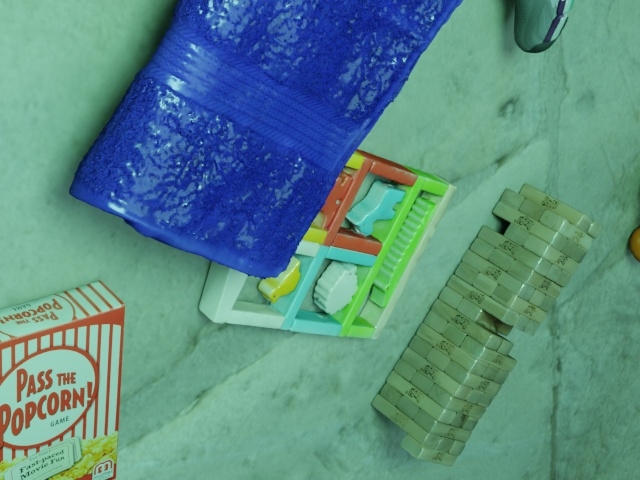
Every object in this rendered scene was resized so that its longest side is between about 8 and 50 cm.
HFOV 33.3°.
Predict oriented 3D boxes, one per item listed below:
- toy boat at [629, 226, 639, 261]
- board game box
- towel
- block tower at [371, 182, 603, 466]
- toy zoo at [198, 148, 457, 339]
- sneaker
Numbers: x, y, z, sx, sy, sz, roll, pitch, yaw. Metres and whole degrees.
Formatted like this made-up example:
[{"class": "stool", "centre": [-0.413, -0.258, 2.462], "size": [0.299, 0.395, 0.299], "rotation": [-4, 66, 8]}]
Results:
[{"class": "toy boat", "centre": [0.492, -0.018, 1.457], "size": [0.151, 0.151, 0.231], "rotation": [-34, 147, 25]}, {"class": "board game box", "centre": [-0.241, 0.141, 0.895], "size": [0.147, 0.045, 0.193], "rotation": [-17, 128, -36]}, {"class": "towel", "centre": [-0.025, -0.121, 0.816], "size": [0.228, 0.076, 0.308], "rotation": [21, 103, -51]}, {"class": "block tower", "centre": [0.189, 0.097, 1.254], "size": [0.091, 0.097, 0.335], "rotation": [25, 97, -50]}, {"class": "toy zoo", "centre": [0.000, 0.000, 1.042], "size": [0.293, 0.030, 0.192], "rotation": [13, 108, -49]}, {"class": "sneaker", "centre": [0.190, -0.286, 1.004], "size": [0.098, 0.083, 0.223], "rotation": [-3, 117, -20]}]
